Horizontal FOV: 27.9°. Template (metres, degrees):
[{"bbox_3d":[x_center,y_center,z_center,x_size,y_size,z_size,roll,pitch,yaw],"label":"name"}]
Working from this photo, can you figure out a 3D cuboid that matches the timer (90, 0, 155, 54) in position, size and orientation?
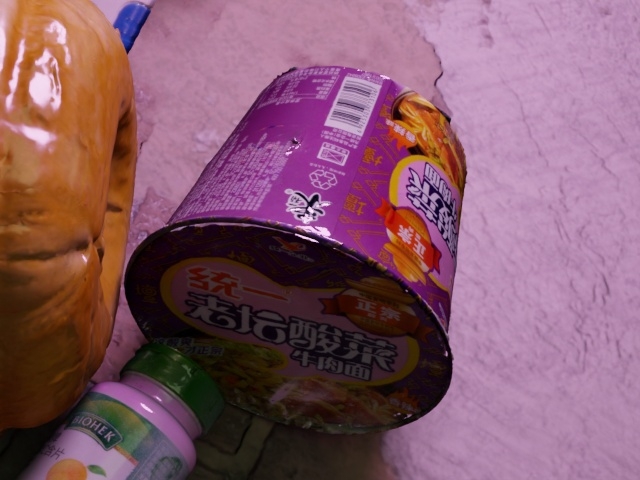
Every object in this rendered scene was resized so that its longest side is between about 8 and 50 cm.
[{"bbox_3d":[-0.321,-0.266,1.408,0.253,0.078,0.178,29,96,-3],"label":"timer"}]

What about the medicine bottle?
[{"bbox_3d":[-0.210,0.230,1.239,0.133,0.133,0.274,39,61,0],"label":"medicine bottle"}]

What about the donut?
[{"bbox_3d":[-0.276,-0.031,1.155,0.198,0.449,0.449,6,66,-4],"label":"donut"}]

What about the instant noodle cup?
[{"bbox_3d":[0.000,0.000,1.323,0.340,0.340,0.266,26,51,-7],"label":"instant noodle cup"}]
